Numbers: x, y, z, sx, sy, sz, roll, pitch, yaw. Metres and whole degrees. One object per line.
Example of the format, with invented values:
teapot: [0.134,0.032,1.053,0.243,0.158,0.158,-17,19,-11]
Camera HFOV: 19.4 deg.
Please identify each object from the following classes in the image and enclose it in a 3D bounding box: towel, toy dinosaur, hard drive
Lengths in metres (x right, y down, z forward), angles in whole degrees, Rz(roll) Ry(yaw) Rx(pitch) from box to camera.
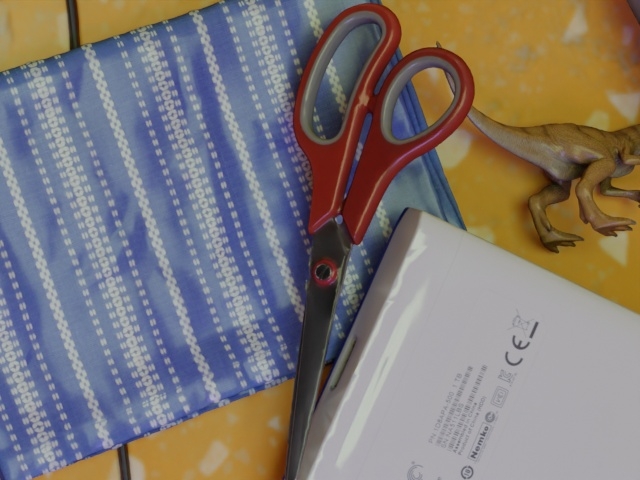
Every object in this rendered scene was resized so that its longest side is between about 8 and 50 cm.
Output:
towel: [-0.079,-0.015,1.154,0.336,0.040,0.243,-20,93,-18]
toy dinosaur: [0.157,-0.055,1.233,0.211,0.064,0.112,6,69,-28]
hard drive: [0.150,0.138,1.195,0.319,0.040,0.210,25,87,-20]

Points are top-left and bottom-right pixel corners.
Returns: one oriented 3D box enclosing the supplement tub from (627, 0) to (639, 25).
supplement tub: [0.289,-0.116,1.225,0.117,0.117,0.190,-25,83,-18]

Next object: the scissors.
scissors: [0.000,0.000,1.142,0.109,0.021,0.297,23,89,20]
